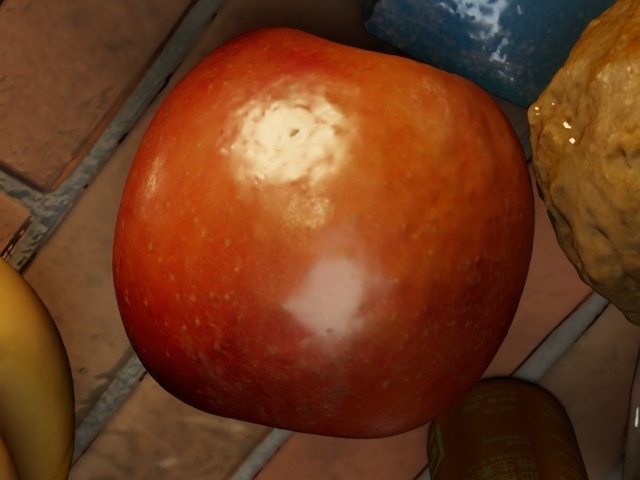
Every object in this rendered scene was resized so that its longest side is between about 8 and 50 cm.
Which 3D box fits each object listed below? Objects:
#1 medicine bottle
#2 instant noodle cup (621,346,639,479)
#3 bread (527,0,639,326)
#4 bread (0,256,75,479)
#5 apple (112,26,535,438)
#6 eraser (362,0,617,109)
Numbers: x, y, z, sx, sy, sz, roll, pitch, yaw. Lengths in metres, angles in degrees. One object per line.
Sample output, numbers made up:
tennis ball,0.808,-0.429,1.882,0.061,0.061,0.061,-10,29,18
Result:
medicine bottle,0.116,0.168,0.929,0.096,0.192,0.096,0,116,0
instant noodle cup,0.288,0.134,0.916,0.207,0.217,0.217,7,116,3
bread,0.205,-0.061,0.825,0.230,0.123,0.230,-32,144,-27
bread,-0.324,0.172,0.889,0.329,0.245,0.424,33,115,-16
apple,0.000,0.000,0.832,0.218,0.218,0.201,16,90,-9
eraser,0.151,-0.218,0.822,0.144,0.043,0.312,22,114,-13
